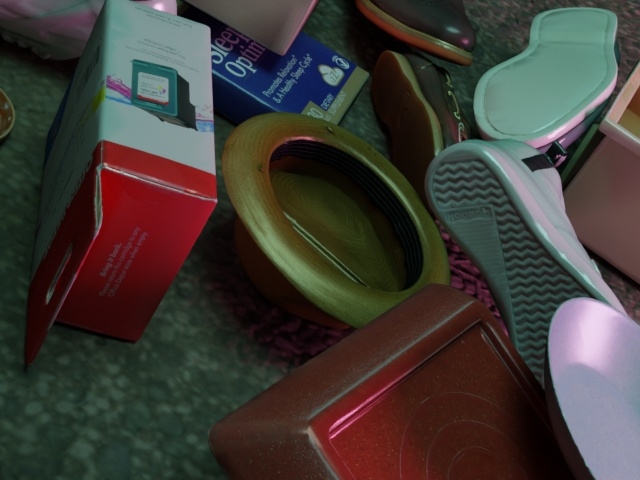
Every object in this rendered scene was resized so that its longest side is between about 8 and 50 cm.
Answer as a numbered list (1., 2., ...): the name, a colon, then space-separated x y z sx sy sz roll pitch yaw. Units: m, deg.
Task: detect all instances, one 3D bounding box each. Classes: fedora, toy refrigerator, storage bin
1. fedora: 0.000 0.000 0.948 0.194 0.079 0.194 23 43 -23
2. toy refrigerator: -0.031 -0.259 1.177 0.102 0.094 0.269 30 24 -3
3. storage bin: 0.366 -0.041 1.231 0.262 0.123 0.260 35 37 5

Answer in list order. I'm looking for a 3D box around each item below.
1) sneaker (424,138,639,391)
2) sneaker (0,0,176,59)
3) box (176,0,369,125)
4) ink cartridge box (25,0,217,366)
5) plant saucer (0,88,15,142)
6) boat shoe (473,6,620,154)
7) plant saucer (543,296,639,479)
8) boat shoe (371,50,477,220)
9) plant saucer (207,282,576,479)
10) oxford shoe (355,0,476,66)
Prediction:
1. sneaker: 0.185 0.029 1.019 0.256 0.094 0.151 61 26 2
2. sneaker: -0.225 -0.183 1.009 0.235 0.095 0.090 10 43 3
3. box: -0.078 -0.159 1.123 0.225 0.036 0.136 30 36 0
4. ink cartridge box: -0.127 -0.034 0.857 0.078 0.134 0.231 17 40 -21
5. plant saucer: -0.255 -0.092 0.933 0.083 0.013 0.083 19 37 -16
6. boat shoe: 0.217 -0.124 1.231 0.116 0.099 0.319 5 29 18
7. plant saucer: 0.198 0.129 0.867 0.195 0.037 0.195 33 37 -29
8. boat shoe: 0.098 -0.092 1.138 0.073 0.073 0.207 13 40 -20
9. plant saucer: 0.091 0.162 0.802 0.258 0.048 0.259 -28 83 -50
10. oxford shoe: 0.088 -0.254 1.261 0.097 0.098 0.271 16 28 -30
